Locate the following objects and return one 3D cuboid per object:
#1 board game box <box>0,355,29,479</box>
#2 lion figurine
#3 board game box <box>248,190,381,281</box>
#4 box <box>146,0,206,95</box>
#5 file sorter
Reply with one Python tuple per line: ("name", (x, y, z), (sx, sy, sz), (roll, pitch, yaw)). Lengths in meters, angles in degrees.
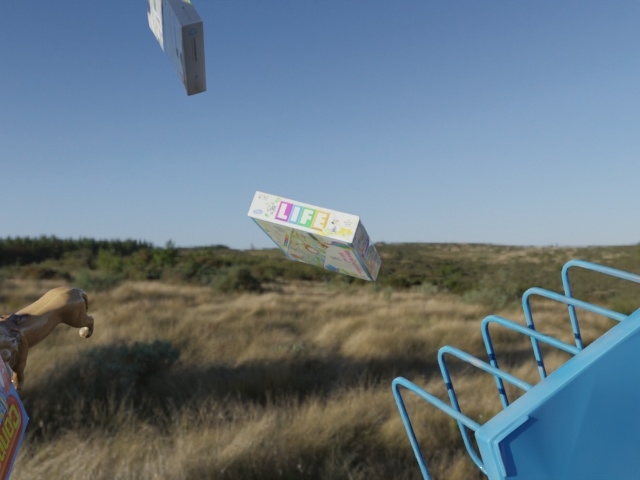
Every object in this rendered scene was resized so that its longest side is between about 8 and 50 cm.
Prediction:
("board game box", (-0.491, 0.197, 0.832), (0.086, 0.301, 0.308), (-17, 21, -8))
("lion figurine", (-0.648, 0.196, 1.503), (0.142, 0.240, 0.392), (29, 39, 5))
("board game box", (0.000, 0.000, 0.668), (0.104, 0.026, 0.154), (15, -13, 16))
("box", (-0.240, -0.355, 1.082), (0.038, 0.186, 0.145), (-20, -29, -19))
("file sorter", (0.148, 0.104, 0.420), (0.170, 0.118, 0.104), (-29, 22, -21))
